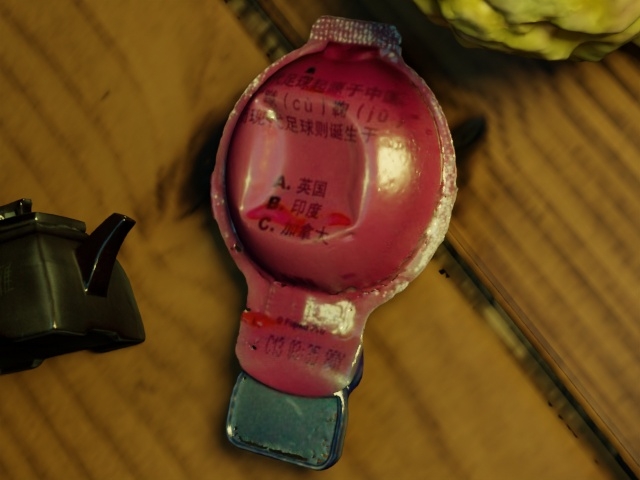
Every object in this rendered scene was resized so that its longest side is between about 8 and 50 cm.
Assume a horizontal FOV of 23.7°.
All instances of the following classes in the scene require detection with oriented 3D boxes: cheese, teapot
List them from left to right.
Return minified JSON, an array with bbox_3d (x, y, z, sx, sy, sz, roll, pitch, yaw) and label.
[{"bbox_3d":[-0.182,0.023,0.921,0.177,0.087,0.096,-15,75,29],"label":"teapot"},{"bbox_3d":[0.000,0.000,0.830,0.155,0.062,0.244,10,92,31],"label":"cheese"}]

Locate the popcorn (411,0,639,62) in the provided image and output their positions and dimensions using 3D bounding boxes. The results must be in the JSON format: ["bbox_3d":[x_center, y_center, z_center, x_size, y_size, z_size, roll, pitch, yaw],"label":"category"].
[{"bbox_3d":[0.113,-0.170,0.723,0.167,0.187,0.185,-23,81,63],"label":"popcorn"}]
